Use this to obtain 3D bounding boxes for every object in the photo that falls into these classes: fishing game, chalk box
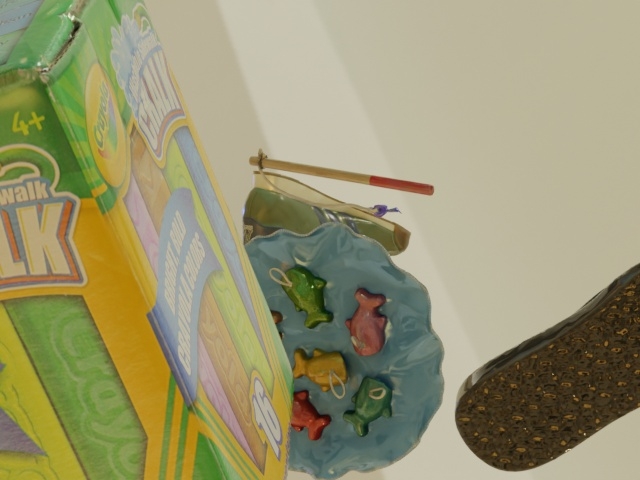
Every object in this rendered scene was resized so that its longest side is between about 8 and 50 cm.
[{"bbox_3d":[-0.007,0.077,1.000,0.189,0.041,0.264,12,-76,24],"label":"fishing game"},{"bbox_3d":[-0.104,0.001,0.428,0.132,0.213,0.132,-18,-157,9],"label":"chalk box"}]

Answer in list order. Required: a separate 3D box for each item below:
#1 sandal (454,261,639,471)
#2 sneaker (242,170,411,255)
[{"bbox_3d":[0.342,0.099,1.590,0.445,0.167,0.107,-28,-164,21],"label":"sandal"},{"bbox_3d":[0.000,0.000,1.471,0.064,0.192,0.086,6,-104,57],"label":"sneaker"}]
